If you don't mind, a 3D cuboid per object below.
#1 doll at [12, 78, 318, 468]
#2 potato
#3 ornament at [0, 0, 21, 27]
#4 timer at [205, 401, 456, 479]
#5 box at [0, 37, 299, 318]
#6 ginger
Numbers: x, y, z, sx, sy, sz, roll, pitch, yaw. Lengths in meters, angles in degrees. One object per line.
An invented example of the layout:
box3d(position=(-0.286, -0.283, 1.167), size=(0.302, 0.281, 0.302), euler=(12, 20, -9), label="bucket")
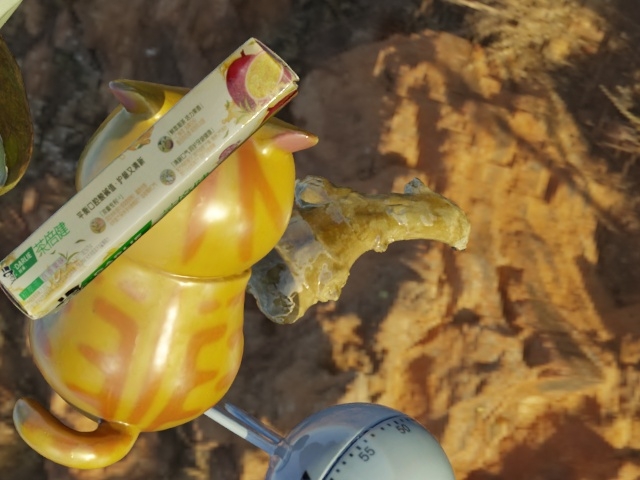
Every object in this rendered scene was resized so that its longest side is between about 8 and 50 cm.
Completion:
box3d(position=(-0.114, 0.013, 0.921), size=(0.162, 0.166, 0.270), euler=(-121, 44, -62), label="doll")
box3d(position=(-0.378, -0.167, 1.261), size=(0.298, 0.176, 0.141), euler=(50, 121, 19), label="potato")
box3d(position=(-0.190, -0.118, 0.527), size=(0.285, 0.130, 0.120), euler=(-23, 32, 38), label="ornament")
box3d(position=(-0.013, 0.206, 1.052), size=(0.255, 0.175, 0.175), euler=(3, 85, 27), label="timer")
box3d(position=(-0.099, -0.034, 0.748), size=(0.207, 0.050, 0.041), euler=(-42, 91, 2), label="box")
box3d(position=(0.000, 0.000, 1.305), size=(0.081, 0.333, 0.148), euler=(100, 151, -53), label="ginger")
